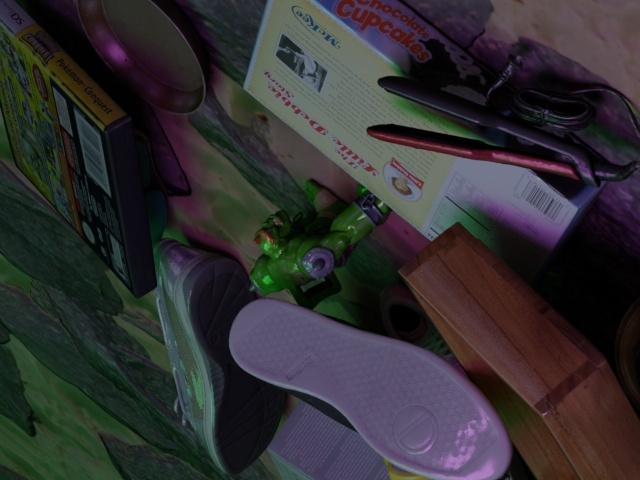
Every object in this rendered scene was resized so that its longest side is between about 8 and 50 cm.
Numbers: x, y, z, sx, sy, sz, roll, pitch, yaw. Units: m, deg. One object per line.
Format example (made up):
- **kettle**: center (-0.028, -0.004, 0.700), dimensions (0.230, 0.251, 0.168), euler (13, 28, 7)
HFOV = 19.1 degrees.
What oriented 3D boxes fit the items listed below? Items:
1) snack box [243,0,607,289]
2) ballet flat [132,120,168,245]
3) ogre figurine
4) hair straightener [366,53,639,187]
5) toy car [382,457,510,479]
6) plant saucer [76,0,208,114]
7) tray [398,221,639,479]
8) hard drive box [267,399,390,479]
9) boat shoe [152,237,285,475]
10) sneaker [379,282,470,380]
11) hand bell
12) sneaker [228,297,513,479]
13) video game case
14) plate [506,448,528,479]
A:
- **snack box**: center (0.083, -0.098, 1.626), dimensions (0.322, 0.060, 0.187), euler (39, 151, 9)
- **ballet flat**: center (-0.209, -0.067, 2.086), dimensions (0.206, 0.073, 0.067), euler (92, 154, -52)
- **ogre figurine**: center (0.000, 0.000, 1.815), dimensions (0.197, 0.118, 0.097), euler (7, 135, 49)
- **hair straightener**: center (0.150, -0.099, 1.483), dimensions (0.230, 0.047, 0.089), euler (15, 105, 23)
- **toy car**: center (0.167, 0.267, 1.868), dimensions (0.225, 0.053, 0.239), euler (40, 166, -13)
- **plant saucer**: center (-0.169, -0.197, 1.868), dimensions (0.168, 0.029, 0.168), euler (33, 151, 22)
- **tray**: center (0.221, 0.169, 1.645), dimensions (0.203, 0.076, 0.411), euler (46, 173, 42)
- **hard drive box**: center (0.069, 0.275, 2.053), dimensions (0.232, 0.089, 0.181), euler (32, 166, 17)
- **boat shoe**: center (-0.124, 0.135, 2.190), dimensions (0.103, 0.118, 0.320), euler (29, 146, 39)
- **sneaker**: center (0.105, 0.103, 1.863), dimensions (0.134, 0.051, 0.070), euler (50, -172, -4)
- **hand bell**: center (0.291, 0.125, 1.643), dimensions (0.126, 0.126, 0.242), euler (41, 166, 7)
- **sneaker**: center (0.068, 0.139, 1.747), dimensions (0.295, 0.104, 0.147), euler (25, -179, 29)
- **video game case**: center (-0.266, -0.102, 2.010), dimensions (0.248, 0.035, 0.275), euler (44, 155, 30)
- **plate**: center (0.107, 0.188, 1.958), dimensions (0.277, 0.045, 0.278), euler (29, 165, 28)
